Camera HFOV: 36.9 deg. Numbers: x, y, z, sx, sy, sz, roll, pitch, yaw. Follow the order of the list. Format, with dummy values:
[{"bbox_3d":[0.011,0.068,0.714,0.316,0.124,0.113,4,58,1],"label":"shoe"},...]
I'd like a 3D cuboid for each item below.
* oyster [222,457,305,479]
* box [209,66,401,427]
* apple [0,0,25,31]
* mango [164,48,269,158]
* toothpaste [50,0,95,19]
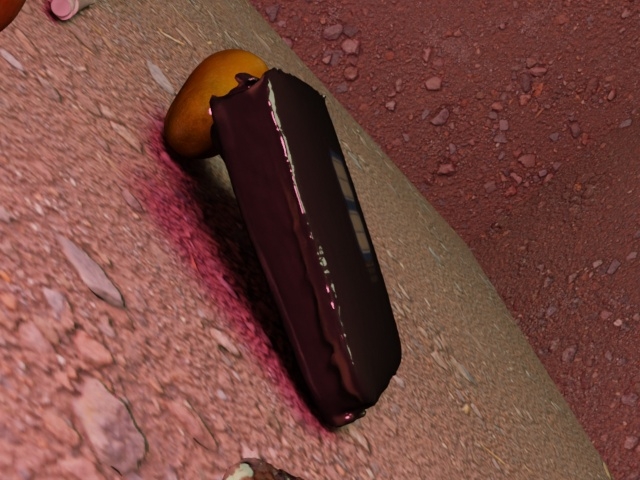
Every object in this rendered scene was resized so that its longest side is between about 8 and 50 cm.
[{"bbox_3d":[0.049,0.262,0.484,0.162,0.158,0.351,-12,42,-39],"label":"oyster"},{"bbox_3d":[0.000,0.000,1.027,0.359,0.091,0.350,-16,88,-79],"label":"box"},{"bbox_3d":[-0.274,-0.203,0.593,0.181,0.181,0.168,-115,-175,-51],"label":"apple"},{"bbox_3d":[-0.121,-0.155,1.117,0.099,0.136,0.227,41,21,-8],"label":"mango"},{"bbox_3d":[-0.295,-0.289,1.138,0.048,0.031,0.190,44,10,-19],"label":"toothpaste"}]
